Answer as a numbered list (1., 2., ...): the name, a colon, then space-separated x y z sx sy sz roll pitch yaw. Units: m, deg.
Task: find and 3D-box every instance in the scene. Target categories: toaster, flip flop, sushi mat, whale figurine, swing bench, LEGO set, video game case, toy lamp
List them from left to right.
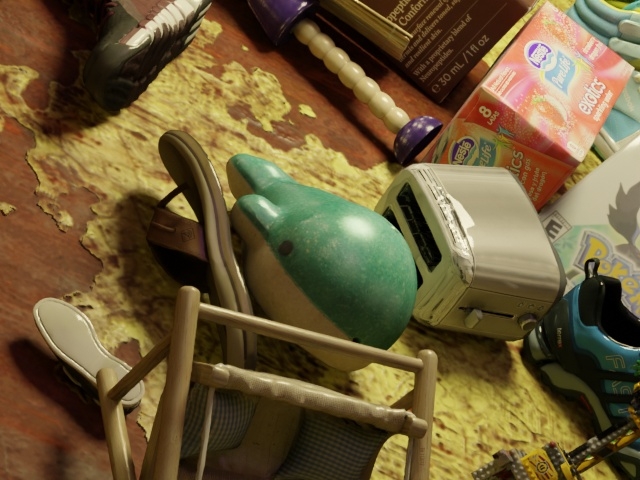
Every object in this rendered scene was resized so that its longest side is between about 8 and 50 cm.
1. flip flop: -0.122 0.013 1.547 0.080 0.112 0.277 -13 63 -6
2. swing bench: -0.036 0.207 1.311 0.253 0.165 0.255 16 51 -29
3. sushi mat: -0.027 -0.317 1.958 0.316 0.019 0.151 34 0 1
4. whale figurine: 0.000 0.000 1.602 0.216 0.141 0.272 38 16 -42
5. toy lamp: 0.023 -0.207 1.917 0.274 0.080 0.080 45 36 9
6. toaster: 0.154 0.002 1.760 0.146 0.129 0.227 6 48 -34
7. LEGO set: 0.291 0.273 1.469 0.192 0.255 0.331 30 38 -61
8. video game case: 0.431 0.036 1.886 0.300 0.036 0.329 -38 75 -13

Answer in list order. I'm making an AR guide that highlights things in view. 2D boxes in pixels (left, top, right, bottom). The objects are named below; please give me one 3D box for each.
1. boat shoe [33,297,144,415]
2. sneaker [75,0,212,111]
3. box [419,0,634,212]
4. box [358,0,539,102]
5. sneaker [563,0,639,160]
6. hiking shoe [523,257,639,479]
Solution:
1. boat shoe: -0.205 0.103 1.416 0.125 0.038 0.046 41 55 5
2. sneaker: -0.233 -0.239 1.728 0.162 0.106 0.281 32 26 1
3. box: 0.260 -0.157 2.010 0.154 0.142 0.300 38 36 1
4. box: 0.085 -0.378 2.033 0.381 0.191 0.143 42 36 -3
5. sneaker: 0.436 -0.210 2.163 0.319 0.208 0.127 41 34 3
6. hiking shoe: 0.355 0.169 1.743 0.304 0.132 0.113 44 36 8
